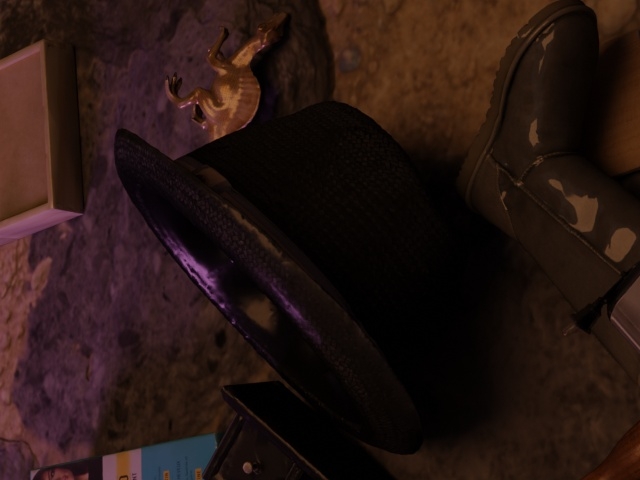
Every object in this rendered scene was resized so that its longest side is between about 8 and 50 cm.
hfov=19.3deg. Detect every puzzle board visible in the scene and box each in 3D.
[{"bbox_3d":[0.219,-0.096,1.286,0.128,0.011,0.096,-21,68,41],"label":"puzzle board"}]

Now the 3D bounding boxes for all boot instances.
[{"bbox_3d":[0.190,-0.032,1.244,0.208,0.076,0.189,50,135,40],"label":"boot"}]

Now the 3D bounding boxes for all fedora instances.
[{"bbox_3d":[0.000,0.000,1.362,0.152,0.334,0.334,-41,48,-10],"label":"fedora"}]

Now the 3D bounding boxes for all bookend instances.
[{"bbox_3d":[-0.034,0.214,1.421,0.157,0.072,0.156,40,111,29],"label":"bookend"}]

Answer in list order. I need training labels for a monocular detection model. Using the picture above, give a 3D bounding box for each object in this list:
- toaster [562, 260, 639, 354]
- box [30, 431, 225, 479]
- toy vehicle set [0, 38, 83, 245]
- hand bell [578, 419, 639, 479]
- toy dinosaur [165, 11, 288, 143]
[{"bbox_3d":[0.272,0.028,1.098,0.185,0.168,0.110,-53,51,24],"label":"toaster"},{"bbox_3d":[-0.144,0.224,1.560,0.244,0.060,0.100,-17,71,42],"label":"box"},{"bbox_3d":[-0.328,-0.076,1.813,0.267,0.035,0.166,-17,71,42],"label":"toy vehicle set"},{"bbox_3d":[0.170,0.171,1.242,0.242,0.126,0.126,-42,55,19],"label":"hand bell"},{"bbox_3d":[-0.084,-0.110,1.562,0.092,0.053,0.183,23,100,43],"label":"toy dinosaur"}]
